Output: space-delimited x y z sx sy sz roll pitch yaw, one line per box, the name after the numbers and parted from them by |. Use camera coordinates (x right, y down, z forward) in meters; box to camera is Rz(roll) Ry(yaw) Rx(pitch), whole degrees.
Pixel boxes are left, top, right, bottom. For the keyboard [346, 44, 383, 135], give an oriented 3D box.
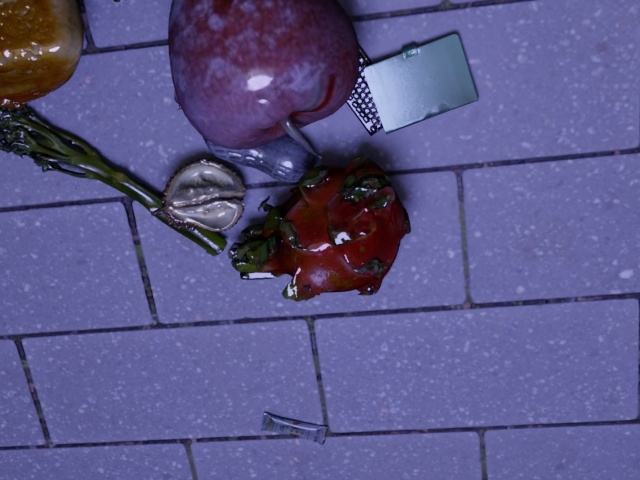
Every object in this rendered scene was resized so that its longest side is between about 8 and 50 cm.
0.036 -0.238 1.134 0.063 0.010 0.198 -34 105 17 | keyboard

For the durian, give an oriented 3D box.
-0.178 -0.055 1.197 0.140 0.071 0.111 -18 84 -16 | durian

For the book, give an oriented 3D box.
0.135 -0.215 1.123 0.135 0.017 0.103 -19 109 10 | book

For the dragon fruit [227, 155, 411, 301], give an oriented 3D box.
-0.009 -0.014 1.146 0.269 0.198 0.200 0 137 10 | dragon fruit

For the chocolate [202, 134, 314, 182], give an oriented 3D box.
-0.088 -0.131 1.162 0.167 0.072 0.072 22 114 -2 | chocolate

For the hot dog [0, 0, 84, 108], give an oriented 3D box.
-0.434 -0.261 1.106 0.256 0.153 0.150 -7 83 -1 | hot dog

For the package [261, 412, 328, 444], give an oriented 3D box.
-0.044 0.312 1.374 0.110 0.015 0.037 13 109 0 | package

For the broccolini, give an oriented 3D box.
-0.321 -0.075 1.226 0.392 0.079 0.074 34 154 -8 | broccolini

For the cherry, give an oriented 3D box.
-0.072 -0.224 1.040 0.236 0.213 0.285 -31 90 -6 | cherry

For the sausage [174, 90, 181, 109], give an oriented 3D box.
-0.177 -0.240 1.149 0.034 0.034 0.129 22 114 -2 | sausage
